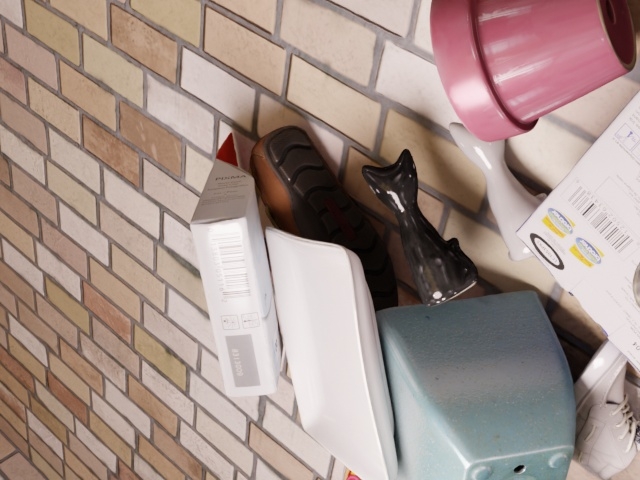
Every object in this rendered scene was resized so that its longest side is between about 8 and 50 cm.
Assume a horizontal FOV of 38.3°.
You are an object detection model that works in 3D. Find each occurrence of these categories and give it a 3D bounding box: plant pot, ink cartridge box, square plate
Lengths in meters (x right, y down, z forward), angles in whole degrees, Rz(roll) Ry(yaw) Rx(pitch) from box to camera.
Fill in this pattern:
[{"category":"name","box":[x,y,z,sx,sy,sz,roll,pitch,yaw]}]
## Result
[{"category":"plant pot","box":[0.215,0.252,1.259,0.252,0.248,0.247,-112,20,-52]},{"category":"ink cartridge box","box":[0.395,-0.005,1.014,0.270,0.151,0.395,51,151,14]},{"category":"square plate","box":[0.017,0.156,1.338,0.344,0.049,0.347,-166,64,-68]},{"category":"plant pot","box":[0.249,-0.229,1.047,0.180,0.201,0.201,-12,106,34]},{"category":"ink cartridge box","box":[-0.115,0.022,1.528,0.091,0.385,0.308,-5,116,7]}]

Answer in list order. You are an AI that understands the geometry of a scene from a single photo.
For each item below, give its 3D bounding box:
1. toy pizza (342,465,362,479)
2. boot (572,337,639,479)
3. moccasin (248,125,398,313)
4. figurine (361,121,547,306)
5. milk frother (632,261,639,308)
[{"category":"toy pizza","box":[0.116,0.458,1.684,0.201,0.032,0.201,-2,87,38]},{"category":"boot","box":[0.403,0.230,1.262,0.123,0.095,0.258,34,144,19]},{"category":"moccasin","box":[-0.002,0.002,1.498,0.380,0.139,0.147,54,153,1]},{"category":"figurine","box":[0.189,-0.051,1.235,0.209,0.215,0.092,63,-176,0]},{"category":"milk frother","box":[0.369,0.025,0.833,0.143,0.135,0.129,17,89,13]}]
